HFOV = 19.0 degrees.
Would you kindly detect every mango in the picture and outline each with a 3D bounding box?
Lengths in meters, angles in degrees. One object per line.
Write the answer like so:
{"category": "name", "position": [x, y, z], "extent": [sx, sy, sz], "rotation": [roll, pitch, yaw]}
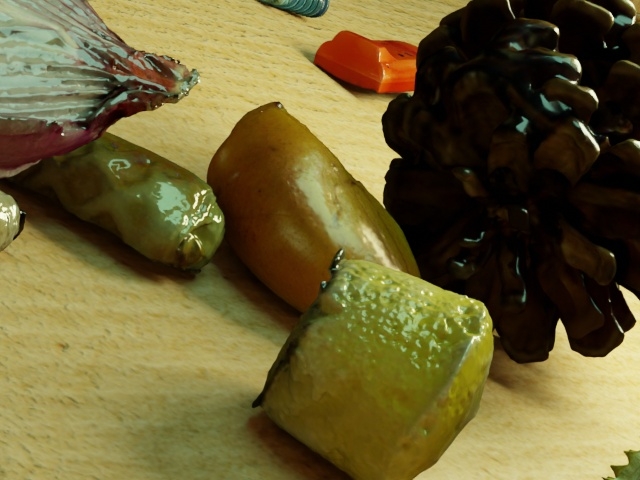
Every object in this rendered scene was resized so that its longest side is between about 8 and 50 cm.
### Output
{"category": "mango", "position": [0.000, 0.000, 1.860], "extent": [0.187, 0.138, 0.257], "rotation": [33, 16, -50]}

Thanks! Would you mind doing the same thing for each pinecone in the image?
{"category": "pinecone", "position": [0.238, -0.053, 1.980], "extent": [0.397, 0.398, 0.398], "rotation": [26, 22, -11]}

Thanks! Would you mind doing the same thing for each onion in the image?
{"category": "onion", "position": [-0.298, -0.140, 1.715], "extent": [0.348, 0.159, 0.267], "rotation": [21, 45, -11]}

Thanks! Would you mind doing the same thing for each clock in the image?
{"category": "clock", "position": [0.083, -0.241, 2.563], "extent": [0.113, 0.061, 0.155], "rotation": [27, 18, 29]}

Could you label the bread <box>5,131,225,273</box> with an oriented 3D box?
{"category": "bread", "position": [-0.194, -0.054, 1.798], "extent": [0.232, 0.088, 0.128], "rotation": [30, 13, 11]}

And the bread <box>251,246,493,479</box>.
{"category": "bread", "position": [0.053, 0.111, 1.606], "extent": [0.170, 0.197, 0.197], "rotation": [28, 21, 8]}

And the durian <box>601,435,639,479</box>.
{"category": "durian", "position": [0.390, 0.252, 1.691], "extent": [0.306, 0.172, 0.166], "rotation": [18, 21, 13]}

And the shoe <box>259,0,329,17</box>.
{"category": "shoe", "position": [-0.053, -0.350, 2.648], "extent": [0.143, 0.064, 0.071], "rotation": [23, 22, -11]}

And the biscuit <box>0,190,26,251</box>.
{"category": "biscuit", "position": [-0.311, -0.003, 1.557], "extent": [0.055, 0.061, 0.219], "rotation": [34, 22, 11]}
